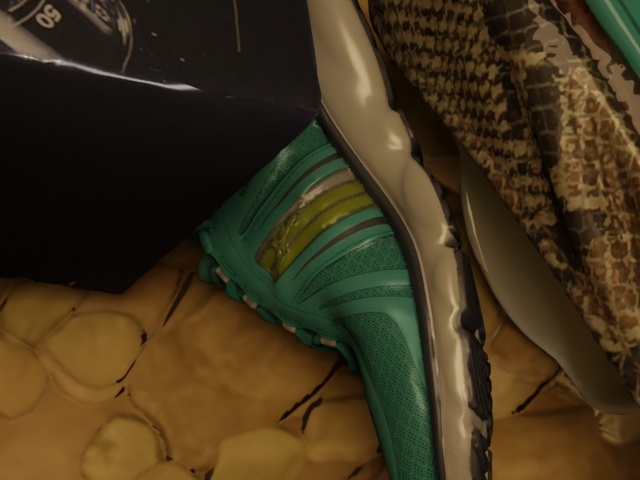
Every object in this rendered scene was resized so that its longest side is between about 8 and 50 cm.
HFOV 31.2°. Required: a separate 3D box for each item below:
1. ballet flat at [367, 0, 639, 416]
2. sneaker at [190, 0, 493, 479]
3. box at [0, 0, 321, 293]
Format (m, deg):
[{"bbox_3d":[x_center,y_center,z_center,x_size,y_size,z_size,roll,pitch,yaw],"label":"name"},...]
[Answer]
[{"bbox_3d":[0.167,0.040,0.440,0.164,0.182,0.482,-19,68,-32],"label":"ballet flat"},{"bbox_3d":[0.000,0.000,0.495,0.110,0.107,0.275,-23,65,1],"label":"sneaker"},{"bbox_3d":[-0.192,-0.178,0.420,0.313,0.179,0.343,7,64,-33],"label":"box"}]
